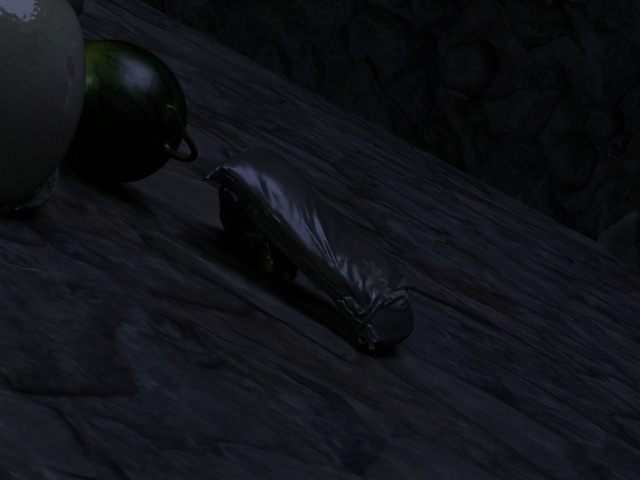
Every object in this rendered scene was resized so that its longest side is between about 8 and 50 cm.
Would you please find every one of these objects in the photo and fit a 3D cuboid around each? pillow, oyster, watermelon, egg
[{"bbox_3d":[0.000,0.000,1.691,0.255,0.059,0.169,47,20,4],"label":"pillow"},{"bbox_3d":[-0.064,-0.008,1.760,0.108,0.053,0.166,50,-4,-14],"label":"oyster"},{"bbox_3d":[-0.192,-0.117,1.701,0.187,0.140,0.141,37,11,28],"label":"watermelon"},{"bbox_3d":[-0.308,-0.169,1.403,0.286,0.174,0.264,38,17,15],"label":"egg"}]

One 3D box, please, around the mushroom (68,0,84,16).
[{"bbox_3d":[-0.397,-0.372,2.257,0.207,0.215,0.207,20,5,-2],"label":"mushroom"}]
